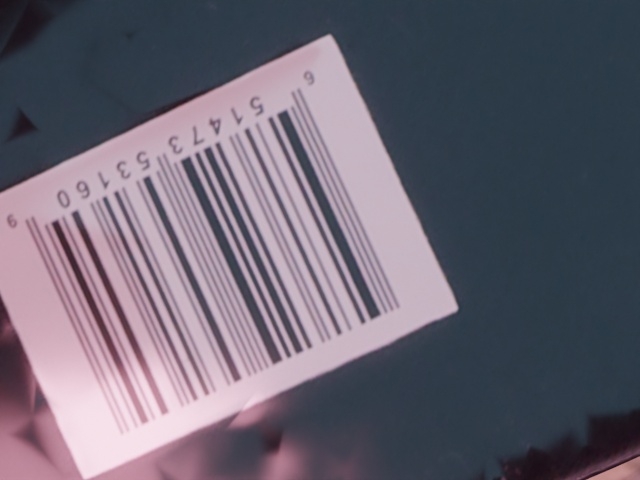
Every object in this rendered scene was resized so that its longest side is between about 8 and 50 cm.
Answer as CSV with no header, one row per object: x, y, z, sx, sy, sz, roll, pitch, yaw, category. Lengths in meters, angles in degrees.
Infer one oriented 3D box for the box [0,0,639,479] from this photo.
0.000,0.000,0.479,0.296,0.294,0.183,-25,88,8,box
